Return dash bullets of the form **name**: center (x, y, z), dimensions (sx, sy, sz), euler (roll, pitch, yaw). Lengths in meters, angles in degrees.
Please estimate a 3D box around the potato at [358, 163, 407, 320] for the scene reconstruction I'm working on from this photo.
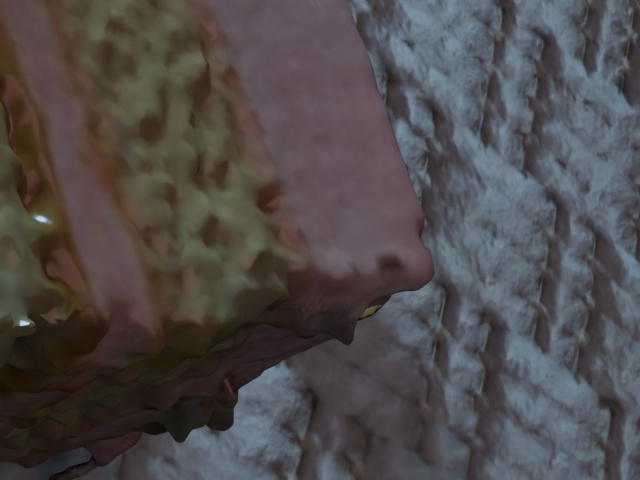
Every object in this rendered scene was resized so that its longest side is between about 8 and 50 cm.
- **potato**: center (0.000, 0.000, 1.197), dimensions (0.096, 0.066, 0.103), euler (6, 78, -18)

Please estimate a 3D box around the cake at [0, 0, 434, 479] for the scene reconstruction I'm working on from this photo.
- **cake**: center (-0.161, -0.038, 0.883), dimensions (0.307, 0.314, 0.293), euler (-7, 78, -44)
